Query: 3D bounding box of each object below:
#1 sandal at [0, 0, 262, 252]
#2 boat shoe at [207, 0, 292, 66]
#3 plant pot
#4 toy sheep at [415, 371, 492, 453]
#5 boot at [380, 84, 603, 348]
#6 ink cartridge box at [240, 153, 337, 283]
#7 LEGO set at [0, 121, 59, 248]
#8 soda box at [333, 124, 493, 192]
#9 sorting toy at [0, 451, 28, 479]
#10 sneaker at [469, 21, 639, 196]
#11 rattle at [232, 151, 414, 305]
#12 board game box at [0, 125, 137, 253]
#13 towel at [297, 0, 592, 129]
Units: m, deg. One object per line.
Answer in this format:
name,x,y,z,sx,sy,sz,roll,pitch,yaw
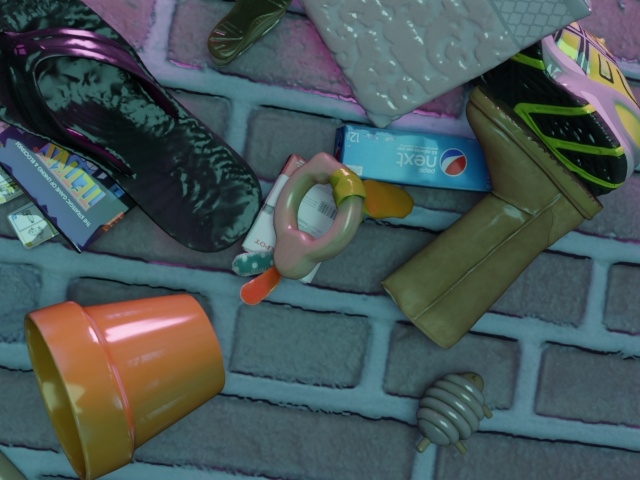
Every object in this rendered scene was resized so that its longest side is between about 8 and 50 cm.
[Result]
sandal,-0.240,-0.152,1.160,0.446,0.107,0.167,36,82,-20
boat shoe,-0.084,-0.282,1.289,0.056,0.048,0.153,37,78,4
plant pot,-0.223,0.153,1.199,0.188,0.205,0.205,-19,93,-24
toy sheep,0.167,0.222,1.307,0.091,0.091,0.132,42,66,-7
boot,0.179,-0.021,1.251,0.269,0.089,0.236,-42,106,16
ink cartridge box,-0.028,-0.027,1.287,0.099,0.056,0.135,30,87,-7
LEGO set,-0.444,-0.040,1.236,0.244,0.060,0.182,-31,95,-19
soda box,0.125,-0.102,1.304,0.210,0.071,0.067,6,91,-9
sorting toy,-0.469,0.327,1.233,0.208,0.038,0.193,-42,96,-11
sneaker,0.284,-0.239,1.317,0.147,0.145,0.384,-34,92,-40
rattle,0.000,0.000,1.247,0.130,0.143,0.199,35,103,24
board game box,-0.294,-0.092,1.237,0.141,0.048,0.170,-43,99,-15
towel,0.110,-0.334,1.203,0.317,0.053,0.331,-25,106,28
